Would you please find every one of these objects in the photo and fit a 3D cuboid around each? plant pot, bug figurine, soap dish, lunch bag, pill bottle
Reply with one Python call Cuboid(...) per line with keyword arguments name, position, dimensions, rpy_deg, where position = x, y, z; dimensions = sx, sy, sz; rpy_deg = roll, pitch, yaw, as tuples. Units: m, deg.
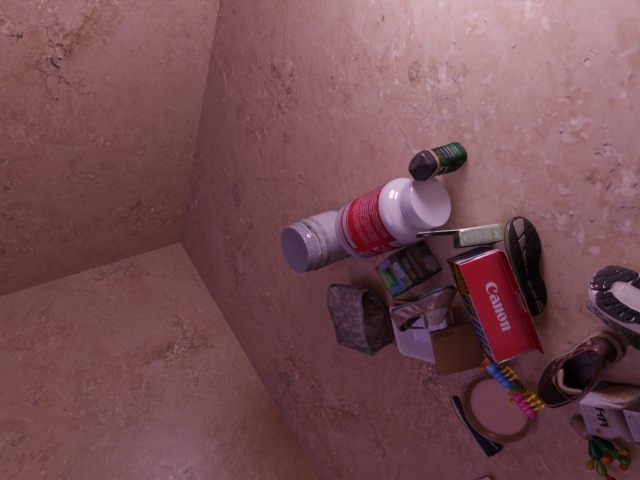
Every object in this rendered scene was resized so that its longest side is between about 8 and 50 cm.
Cuboid(name="plant pot", position=(0.605, 0.570, 1.637), dimensions=(0.237, 0.032, 0.236), rpy_deg=(5, 99, 36))
Cuboid(name="bug figurine", position=(0.581, 0.443, 1.478), dimensions=(0.216, 0.072, 0.279), rpy_deg=(48, -175, 18))
Cuboid(name="soap dish", position=(0.403, 0.330, 1.773), dimensions=(0.291, 0.118, 0.228), rpy_deg=(-1, 106, 55))
Cuboid(name="lunch bag", position=(0.161, 0.315, 2.057), dimensions=(0.235, 0.169, 0.286), rpy_deg=(4, 114, 54))
Cuboid(name="pill bottle", position=(0.247, -0.082, 1.679), dimensions=(0.408, 0.229, 0.228), rpy_deg=(-23, 87, 56))

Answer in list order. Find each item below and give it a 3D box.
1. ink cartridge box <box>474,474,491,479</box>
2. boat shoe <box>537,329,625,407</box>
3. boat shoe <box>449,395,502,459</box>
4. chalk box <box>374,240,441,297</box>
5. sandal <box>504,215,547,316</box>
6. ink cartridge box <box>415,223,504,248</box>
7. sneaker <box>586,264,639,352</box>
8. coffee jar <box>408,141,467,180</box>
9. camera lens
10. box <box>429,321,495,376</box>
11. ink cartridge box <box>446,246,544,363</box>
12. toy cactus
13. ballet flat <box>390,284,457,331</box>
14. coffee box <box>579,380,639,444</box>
Cuboid(name="ink cartridge box", position=(0.637, 0.940, 1.838), dimensions=(0.062, 0.029, 0.115), rpy_deg=(55, 142, 22))
Cuboid(name="boat shoe", position=(0.713, 0.389, 1.369), dimensions=(0.123, 0.123, 0.341), rpy_deg=(51, 142, 26))
Cuboid(name="boat shoe", position=(0.562, 0.668, 1.739), dimensions=(0.254, 0.079, 0.095), rpy_deg=(58, -173, 8))
Cuboid(name="chalk box", position=(0.298, 0.110, 1.721), dimensions=(0.132, 0.213, 0.132), rpy_deg=(61, 145, 14))
Cuboid(name="sandal", position=(0.582, 0.079, 1.406), dimensions=(0.086, 0.120, 0.302), rpy_deg=(10, 116, 65))
Cuboid(name="ink cartridge box", position=(0.412, -0.005, 1.444), dimensions=(0.171, 0.235, 0.056), rpy_deg=(26, -124, -80))
Cuboid(name="sneaker", position=(0.830, 0.238, 1.166), dimensions=(0.410, 0.158, 0.182), rpy_deg=(49, 171, 25))
Cuboid(name="coffee jar", position=(0.360, -0.243, 1.480), dimensions=(0.079, 0.185, 0.096), rpy_deg=(59, 144, 16))
Cuboid(name="camera lens", position=(0.000, 0.000, 2.022), dimensions=(0.219, 0.275, 0.219), rpy_deg=(29, 128, 44))
Cuboid(name="box", position=(0.483, 0.364, 1.627), dimensions=(0.021, 0.202, 0.164), rpy_deg=(-106, 3, -79))
Cuboid(name="ink cartridge box", position=(0.507, 0.184, 1.418), dimensions=(0.272, 0.130, 0.309), rpy_deg=(-12, -99, -84))
Cuboid(name="toy cactus", position=(0.797, 0.587, 1.382), dimensions=(0.180, 0.112, 0.218), rpy_deg=(43, 156, 54))
Cuboid(name="ballet flat", position=(0.359, 0.242, 1.620), dimensions=(0.316, 0.108, 0.106), rpy_deg=(-41, 58, 55))
Cuboid(name="coffee box", position=(0.827, 0.446, 1.225), dimensions=(0.247, 0.141, 0.098), rpy_deg=(-11, 98, 56))
